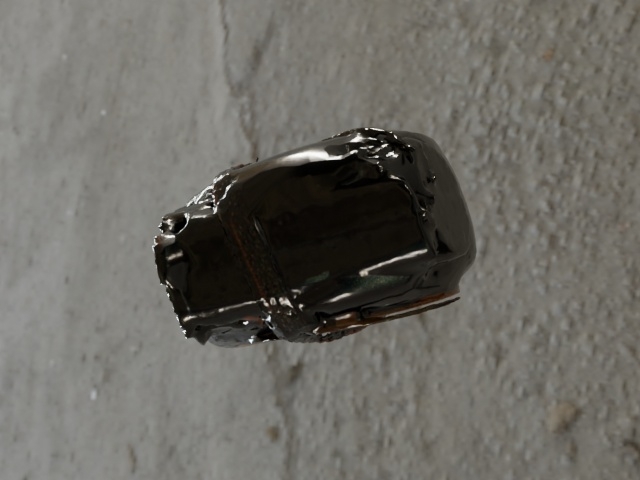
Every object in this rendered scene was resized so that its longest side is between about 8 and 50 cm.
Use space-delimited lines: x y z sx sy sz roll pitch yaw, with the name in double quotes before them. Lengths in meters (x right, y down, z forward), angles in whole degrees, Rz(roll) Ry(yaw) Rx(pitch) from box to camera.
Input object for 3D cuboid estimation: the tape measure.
"tape measure" 0.000 0.000 0.820 0.223 0.202 0.135 29 -136 -83
